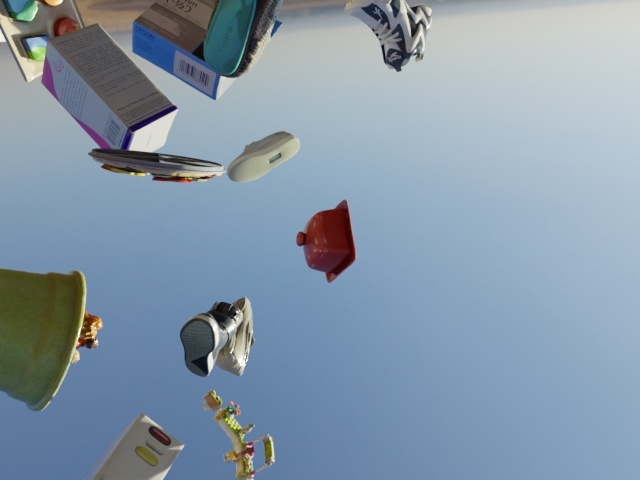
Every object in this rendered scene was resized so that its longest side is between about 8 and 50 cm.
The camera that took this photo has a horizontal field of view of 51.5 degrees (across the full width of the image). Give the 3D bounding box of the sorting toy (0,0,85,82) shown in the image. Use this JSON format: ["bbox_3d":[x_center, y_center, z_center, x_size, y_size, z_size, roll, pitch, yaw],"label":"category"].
[{"bbox_3d":[-0.574,-0.458,1.376,0.038,0.193,0.208,10,-137,27],"label":"sorting toy"}]

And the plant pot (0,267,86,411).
[{"bbox_3d":[-0.609,0.153,1.217,0.253,0.276,0.276,22,-179,-33],"label":"plant pot"}]

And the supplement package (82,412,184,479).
[{"bbox_3d":[-0.505,0.605,1.676,0.204,0.145,0.262,-41,-168,44],"label":"supplement package"}]

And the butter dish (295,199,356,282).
[{"bbox_3d":[0.000,0.000,1.530,0.118,0.160,0.160,5,153,-25],"label":"butter dish"}]

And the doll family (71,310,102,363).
[{"bbox_3d":[-0.617,0.223,1.602,0.163,0.118,0.263,-2,-177,-4],"label":"doll family"}]

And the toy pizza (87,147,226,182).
[{"bbox_3d":[-0.243,-0.109,0.991,0.201,0.032,0.201,8,-171,-1],"label":"toy pizza"}]

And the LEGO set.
[{"bbox_3d":[-0.203,0.511,1.732,0.107,0.287,0.132,-32,155,21],"label":"LEGO set"}]

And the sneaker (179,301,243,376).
[{"bbox_3d":[-0.235,0.182,1.464,0.086,0.226,0.163,27,-127,5],"label":"sneaker"}]

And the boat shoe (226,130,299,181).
[{"bbox_3d":[-0.168,-0.236,1.831,0.227,0.079,0.081,-30,-132,-20],"label":"boat shoe"}]

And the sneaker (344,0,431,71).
[{"bbox_3d":[0.158,-0.471,1.530,0.235,0.153,0.094,-2,-177,-40],"label":"sneaker"}]

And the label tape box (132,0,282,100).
[{"bbox_3d":[-0.273,-0.548,1.681,0.249,0.115,0.348,30,-122,3],"label":"label tape box"}]

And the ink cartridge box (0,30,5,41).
[{"bbox_3d":[-0.766,-0.571,1.381,0.091,0.308,0.385,3,-162,9],"label":"ink cartridge box"}]

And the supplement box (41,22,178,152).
[{"bbox_3d":[-0.373,-0.255,1.165,0.114,0.220,0.111,-41,175,-40],"label":"supplement box"}]

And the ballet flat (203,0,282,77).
[{"bbox_3d":[-0.123,-0.562,1.382,0.164,0.483,0.182,34,-135,6],"label":"ballet flat"}]

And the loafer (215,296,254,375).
[{"bbox_3d":[-0.261,0.295,2.065,0.112,0.111,0.319,-29,-156,21],"label":"loafer"}]
